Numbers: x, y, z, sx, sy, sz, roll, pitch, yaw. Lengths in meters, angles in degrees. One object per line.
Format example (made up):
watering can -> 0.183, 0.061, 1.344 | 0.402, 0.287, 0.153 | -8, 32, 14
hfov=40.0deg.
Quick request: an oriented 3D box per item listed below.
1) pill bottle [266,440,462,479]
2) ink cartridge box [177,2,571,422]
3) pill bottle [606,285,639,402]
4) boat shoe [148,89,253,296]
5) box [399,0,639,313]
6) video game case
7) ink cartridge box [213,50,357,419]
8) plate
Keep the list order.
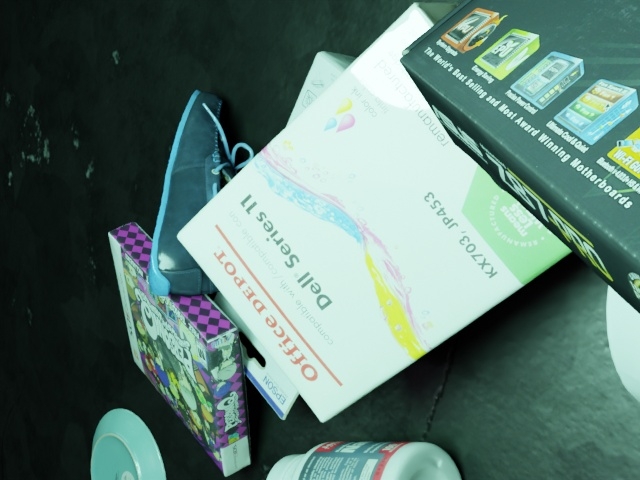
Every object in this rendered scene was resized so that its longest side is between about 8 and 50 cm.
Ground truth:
pill bottle -> 0.033, 0.242, 0.819 | 0.180, 0.108, 0.108 | -13, 83, 45
ink cartridge box -> 0.032, 0.002, 0.719 | 0.353, 0.119, 0.207 | -41, 85, 29
pill bottle -> 0.338, 0.052, 0.410 | 0.363, 0.210, 0.210 | 14, 103, 55
boat shoe -> -0.125, -0.047, 0.957 | 0.109, 0.089, 0.258 | 111, 167, -62
box -> 0.245, -0.092, 0.392 | 0.318, 0.097, 0.395 | -37, 33, 5
video game case -> -0.159, 0.120, 0.995 | 0.232, 0.042, 0.210 | 40, 143, 40
ink cartridge box -> 0.000, 0.000, 0.871 | 0.165, 0.065, 0.333 | 45, 121, 34
plate -> -0.271, 0.324, 1.195 | 0.188, 0.024, 0.188 | 2, 93, 46
